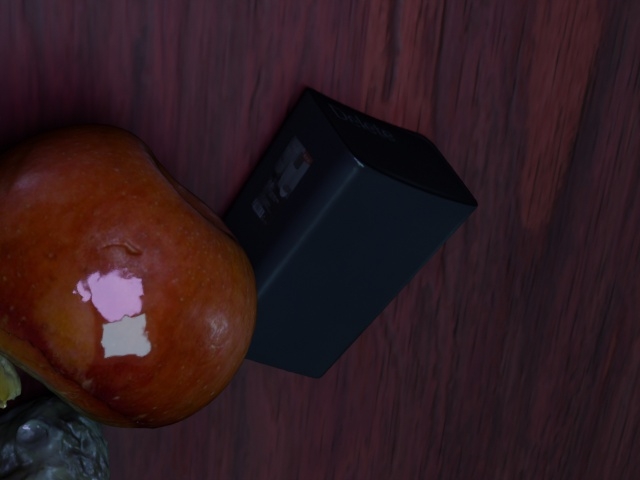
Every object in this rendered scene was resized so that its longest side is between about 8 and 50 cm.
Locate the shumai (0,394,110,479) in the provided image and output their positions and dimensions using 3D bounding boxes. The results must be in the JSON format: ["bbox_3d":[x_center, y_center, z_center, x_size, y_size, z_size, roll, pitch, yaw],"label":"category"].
[{"bbox_3d":[-0.311,0.247,1.709,0.222,0.225,0.261,26,95,-22],"label":"shumai"}]

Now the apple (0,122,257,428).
[{"bbox_3d":[-0.172,0.030,1.569,0.272,0.251,0.206,43,82,-29],"label":"apple"}]

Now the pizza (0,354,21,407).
[{"bbox_3d":[-0.484,0.082,1.544,0.435,0.080,0.392,-24,135,-13],"label":"pizza"}]

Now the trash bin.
[{"bbox_3d":[0.000,0.000,1.747,0.165,0.115,0.225,19,118,-41],"label":"trash bin"}]
